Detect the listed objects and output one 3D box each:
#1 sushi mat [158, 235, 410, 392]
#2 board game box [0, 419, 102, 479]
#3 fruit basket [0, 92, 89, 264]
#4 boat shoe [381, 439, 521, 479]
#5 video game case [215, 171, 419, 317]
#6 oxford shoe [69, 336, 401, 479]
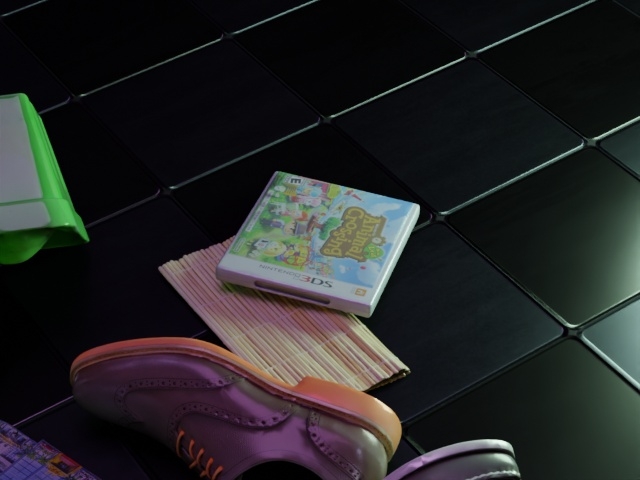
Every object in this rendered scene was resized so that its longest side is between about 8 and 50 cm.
[{"bbox_3d":[-0.048,0.090,1.846,0.151,0.019,0.316,-26,47,-23],"label":"sushi mat"},{"bbox_3d":[-0.349,0.281,1.619,0.194,0.060,0.194,27,49,29],"label":"board game box"},{"bbox_3d":[-0.453,0.033,1.812,0.392,0.283,0.392,0,84,-4],"label":"fruit basket"},{"bbox_3d":[0.070,0.292,1.551,0.305,0.109,0.091,-22,46,-12],"label":"boat shoe"},{"bbox_3d":[0.000,0.000,1.917,0.193,0.023,0.212,14,39,13],"label":"video game case"},{"bbox_3d":[-0.106,0.198,1.651,0.364,0.130,0.132,10,50,15],"label":"oxford shoe"}]
